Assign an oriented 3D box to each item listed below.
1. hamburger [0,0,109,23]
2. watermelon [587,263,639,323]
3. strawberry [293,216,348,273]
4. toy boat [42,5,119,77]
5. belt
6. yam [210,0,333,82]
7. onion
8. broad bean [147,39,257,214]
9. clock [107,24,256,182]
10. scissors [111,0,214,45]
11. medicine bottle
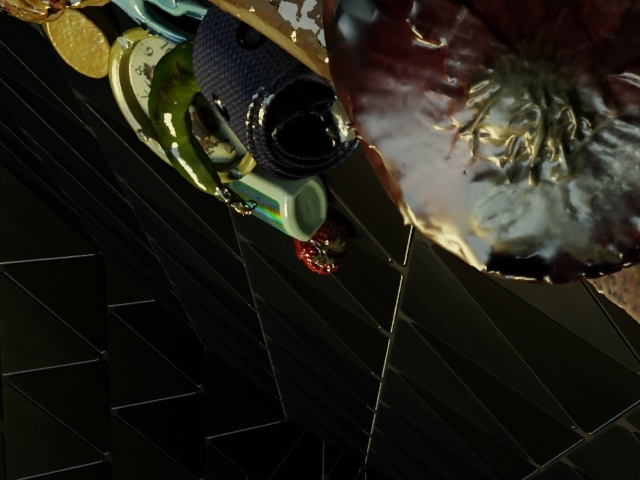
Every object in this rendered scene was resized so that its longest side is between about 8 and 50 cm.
[{"bbox_3d":[-0.288,-0.329,0.927,0.231,0.106,0.231,28,131,38],"label":"hamburger"},{"bbox_3d":[0.266,-0.007,0.640,0.260,0.176,0.256,-123,10,-55],"label":"watermelon"},{"bbox_3d":[0.000,0.000,1.361,0.083,0.083,0.096,46,-170,-27],"label":"strawberry"},{"bbox_3d":[-0.328,-0.300,1.256,0.229,0.089,0.088,64,-172,-57],"label":"toy boat"},{"bbox_3d":[-0.034,-0.152,0.880,0.126,0.139,0.230,53,-178,20],"label":"belt"},{"bbox_3d":[0.002,-0.202,0.719,0.238,0.129,0.128,33,178,8],"label":"yam"},{"bbox_3d":[0.137,-0.120,0.576,0.272,0.195,0.272,8,110,22],"label":"onion"},{"bbox_3d":[-0.146,-0.146,1.116,0.144,0.049,0.292,26,149,19],"label":"broad bean"},{"bbox_3d":[-0.163,-0.179,1.194,0.237,0.057,0.237,24,141,21],"label":"clock"},{"bbox_3d":[-0.261,-0.306,1.056,0.393,0.032,0.180,19,152,25],"label":"scissors"},{"bbox_3d":[-0.101,-0.091,1.307,0.229,0.083,0.121,30,160,28],"label":"medicine bottle"}]
